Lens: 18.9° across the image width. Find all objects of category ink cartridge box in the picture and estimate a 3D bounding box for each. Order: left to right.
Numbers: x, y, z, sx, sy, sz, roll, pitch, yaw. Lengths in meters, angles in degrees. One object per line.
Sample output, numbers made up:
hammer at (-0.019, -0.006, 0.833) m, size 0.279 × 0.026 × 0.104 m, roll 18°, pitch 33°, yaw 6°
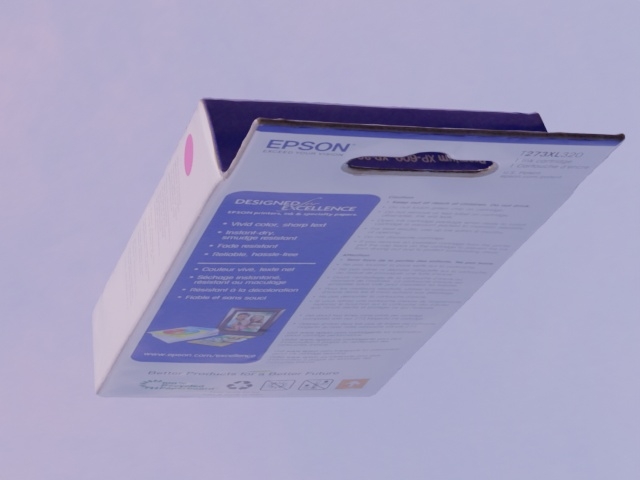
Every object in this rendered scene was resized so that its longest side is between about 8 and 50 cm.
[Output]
ink cartridge box at (0.000, 0.000, 0.998) m, size 0.175 × 0.371 × 0.069 m, roll 1°, pitch -111°, yaw -17°
